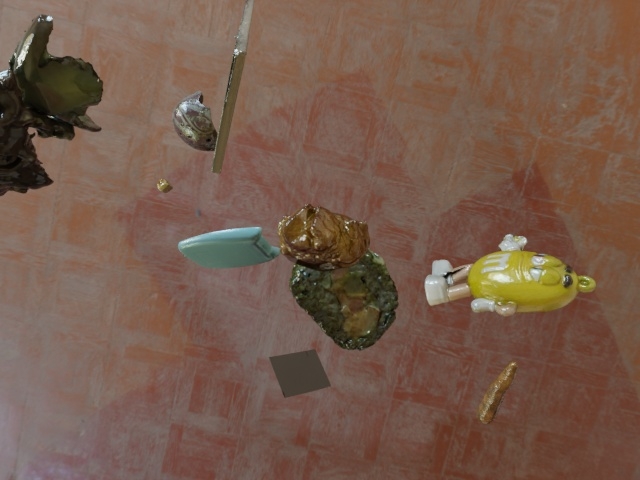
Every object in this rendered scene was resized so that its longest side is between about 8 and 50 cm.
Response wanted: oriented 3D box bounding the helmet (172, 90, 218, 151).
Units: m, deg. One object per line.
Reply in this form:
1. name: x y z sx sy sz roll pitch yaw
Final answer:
1. helmet: -0.378 -0.342 1.228 0.107 0.153 0.177 -19 71 -23

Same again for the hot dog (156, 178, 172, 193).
1. hot dog: -0.442 -0.156 1.167 0.030 0.090 0.034 -37 99 -8

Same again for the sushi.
1. sushi: 0.083 0.154 1.327 0.294 0.178 0.352 -40 98 0

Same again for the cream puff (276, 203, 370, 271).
1. cream puff: 0.000 0.000 1.064 0.241 0.269 0.154 15 85 -16

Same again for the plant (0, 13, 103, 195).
1. plant: -0.310 -0.113 0.380 0.131 0.142 0.203 36 66 14

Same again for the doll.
1. doll: 0.524 0.110 1.251 0.423 0.348 0.161 -21 119 6

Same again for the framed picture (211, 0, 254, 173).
1. framed picture: -0.167 -0.312 0.799 0.024 0.315 0.232 12 133 -15

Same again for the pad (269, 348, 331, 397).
1. pad: -0.075 0.503 1.584 0.004 0.243 0.163 -47 55 32

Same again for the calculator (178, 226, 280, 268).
1. calculator: -0.370 0.041 1.635 0.386 0.256 0.054 -7 61 17

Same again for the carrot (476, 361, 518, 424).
1. carrot: 0.328 0.282 0.768 0.036 0.035 0.165 8 119 -2
